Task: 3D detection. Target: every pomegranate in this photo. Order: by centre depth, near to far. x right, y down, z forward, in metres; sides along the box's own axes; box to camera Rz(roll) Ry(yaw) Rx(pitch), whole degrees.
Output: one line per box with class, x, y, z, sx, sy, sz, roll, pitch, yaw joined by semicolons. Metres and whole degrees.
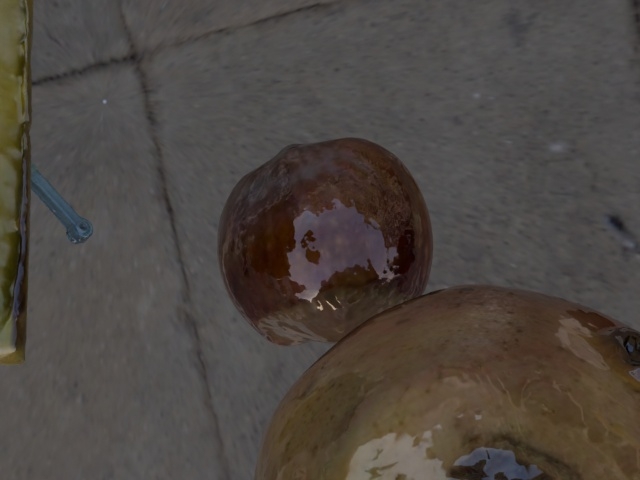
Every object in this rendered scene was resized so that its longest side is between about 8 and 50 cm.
pomegranate;0.115;0.175;0.883;0.322;0.322;0.322;-1;95;-8

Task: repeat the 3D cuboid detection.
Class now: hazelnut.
hazelnut;0.000;0.000;1.103;0.154;0.143;0.143;-17;98;26

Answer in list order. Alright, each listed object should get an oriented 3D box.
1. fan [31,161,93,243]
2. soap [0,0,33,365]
fan;-0.231;-0.070;1.125;0.193;0.016;0.038;48;48;1
soap;-0.335;-0.081;0.984;0.304;0.169;0.339;2;76;-16
